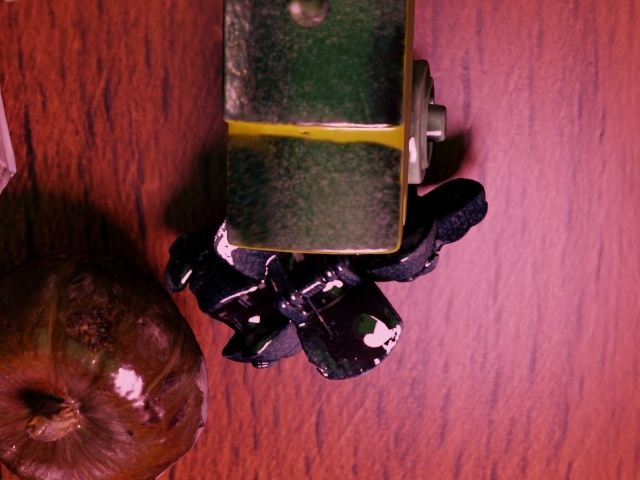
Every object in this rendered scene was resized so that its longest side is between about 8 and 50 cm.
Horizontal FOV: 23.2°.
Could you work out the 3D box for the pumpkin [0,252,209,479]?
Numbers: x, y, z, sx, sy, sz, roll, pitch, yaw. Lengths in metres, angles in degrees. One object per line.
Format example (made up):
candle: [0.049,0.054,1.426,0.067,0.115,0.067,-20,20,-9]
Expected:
pumpkin: [-0.240,0.137,1.509,0.260,0.189,0.260,4,123,6]

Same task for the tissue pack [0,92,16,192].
tissue pack: [-0.476,-0.140,1.416,0.356,0.194,0.266,-4,112,3]

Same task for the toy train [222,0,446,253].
toy train: [0.008,-0.192,1.177,0.179,0.272,0.442,3,103,6]

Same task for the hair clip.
hair clip: [-0.003,0.004,1.442,0.310,0.206,0.194,-35,106,17]
